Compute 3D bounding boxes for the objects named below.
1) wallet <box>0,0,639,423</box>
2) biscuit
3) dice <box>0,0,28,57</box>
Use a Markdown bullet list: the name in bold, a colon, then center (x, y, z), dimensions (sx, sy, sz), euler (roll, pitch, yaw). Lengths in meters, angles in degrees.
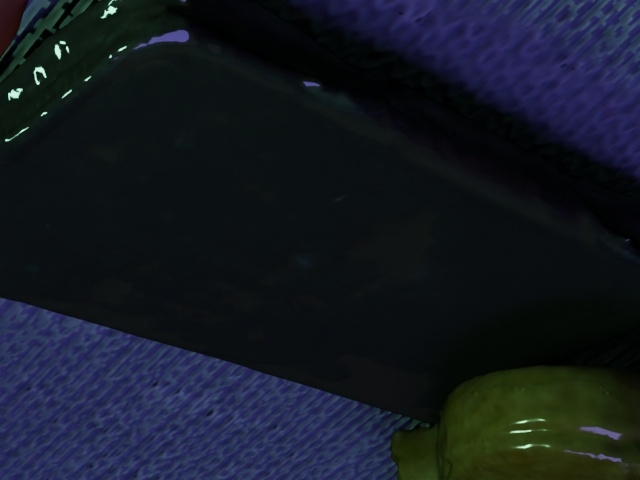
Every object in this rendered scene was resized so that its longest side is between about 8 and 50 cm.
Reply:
- **wallet**: center (0.000, 0.000, 0.671), dimensions (0.165, 0.042, 0.309), euler (-35, 142, 31)
- **biscuit**: center (0.230, 0.147, 0.837), dimensions (0.394, 0.076, 0.368), euler (2, 158, 5)
- **dice**: center (-0.138, -0.120, 0.308), dimensions (0.179, 0.174, 0.175), euler (8, 143, -32)
